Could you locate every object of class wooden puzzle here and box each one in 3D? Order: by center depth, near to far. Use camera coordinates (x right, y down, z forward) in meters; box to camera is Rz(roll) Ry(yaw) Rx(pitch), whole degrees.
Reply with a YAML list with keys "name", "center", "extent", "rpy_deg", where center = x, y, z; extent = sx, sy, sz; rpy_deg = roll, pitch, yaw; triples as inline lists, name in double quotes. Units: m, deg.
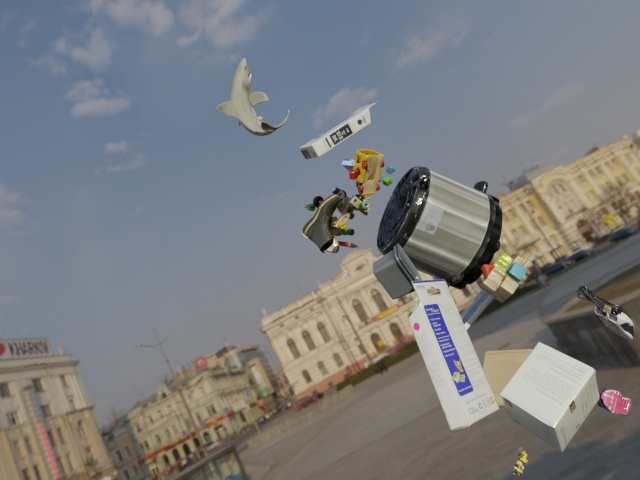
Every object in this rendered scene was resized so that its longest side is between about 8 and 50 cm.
- name: "wooden puzzle"
  center: [0.769, 0.564, 2.031]
  extent: [0.221, 0.044, 0.239]
  rpy_deg: [-14, 42, 39]

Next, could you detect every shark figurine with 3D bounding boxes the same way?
- name: "shark figurine"
  center: [-0.196, -0.322, 1.253]
  extent: [0.116, 0.278, 0.166]
  rpy_deg: [-2, -43, -37]

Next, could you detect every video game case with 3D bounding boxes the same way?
- name: "video game case"
  center: [0.555, 0.261, 1.810]
  extent: [0.190, 0.022, 0.173]
  rpy_deg: [-51, -7, 5]

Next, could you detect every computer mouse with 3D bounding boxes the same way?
- name: "computer mouse"
  center: [0.701, 0.177, 1.191]
  extent: [0.193, 0.106, 0.042]
  rpy_deg: [37, -91, -32]

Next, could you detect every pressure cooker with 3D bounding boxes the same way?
- name: "pressure cooker"
  center: [0.458, -0.035, 1.827]
  extent: [0.375, 0.420, 0.370]
  rpy_deg: [-77, 11, -48]

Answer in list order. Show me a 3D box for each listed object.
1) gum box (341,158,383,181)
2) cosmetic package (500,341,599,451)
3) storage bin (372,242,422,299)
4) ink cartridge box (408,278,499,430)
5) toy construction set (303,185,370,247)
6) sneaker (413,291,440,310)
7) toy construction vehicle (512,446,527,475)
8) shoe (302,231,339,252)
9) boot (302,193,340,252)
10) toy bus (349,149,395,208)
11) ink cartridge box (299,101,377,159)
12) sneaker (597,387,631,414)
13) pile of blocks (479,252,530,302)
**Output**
- name: "gum box"
  center: [0.223, -0.367, 2.595]
  extent: [0.157, 0.041, 0.184]
  rpy_deg: [12, -13, 34]
- name: "cosmetic package"
  center: [0.584, 0.395, 1.261]
  extent: [0.184, 0.151, 0.151]
  rpy_deg: [-46, -51, -16]
- name: "storage bin"
  center: [0.205, 0.088, 1.339]
  extent: [0.091, 0.135, 0.098]
  rpy_deg: [-29, 22, 19]
- name: "ink cartridge box"
  center: [0.332, 0.283, 1.290]
  extent: [0.069, 0.371, 0.175]
  rpy_deg: [-31, -22, 38]
- name: "toy construction set"
  center: [0.126, -0.097, 2.367]
  extent: [0.237, 0.309, 0.257]
  rpy_deg: [11, 43, 47]
- name: "sneaker"
  center: [0.454, 0.303, 1.904]
  extent: [0.153, 0.235, 0.094]
  rpy_deg: [-21, 6, -25]
- name: "toy construction vehicle"
  center: [0.723, 0.796, 1.778]
  extent: [0.086, 0.035, 0.098]
  rpy_deg: [-44, -48, -35]
- name: "shoe"
  center: [0.000, 0.000, 2.212]
  extent: [0.058, 0.219, 0.077]
  rpy_deg: [-12, -58, -37]
- name: "boot"
  center: [0.034, -0.061, 1.845]
  extent: [0.077, 0.137, 0.198]
  rpy_deg: [17, -65, -46]
- name: "toy bus"
  center: [0.179, -0.266, 1.984]
  extent: [0.202, 0.104, 0.191]
  rpy_deg: [-46, -47, -5]
- name: "ink cartridge box"
  center: [0.082, -0.438, 1.989]
  extent: [0.332, 0.065, 0.165]
  rpy_deg: [-36, 16, -13]
- name: "sneaker"
  center: [0.839, 0.465, 1.445]
  extent: [0.170, 0.063, 0.074]
  rpy_deg: [25, -9, -37]
- name: "pile of blocks"
  center: [0.594, 0.096, 1.625]
  extent: [0.149, 0.112, 0.362]
  rpy_deg: [-56, -14, 14]
